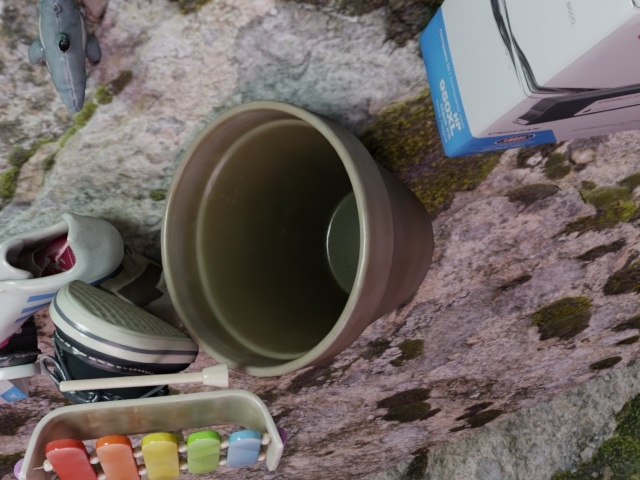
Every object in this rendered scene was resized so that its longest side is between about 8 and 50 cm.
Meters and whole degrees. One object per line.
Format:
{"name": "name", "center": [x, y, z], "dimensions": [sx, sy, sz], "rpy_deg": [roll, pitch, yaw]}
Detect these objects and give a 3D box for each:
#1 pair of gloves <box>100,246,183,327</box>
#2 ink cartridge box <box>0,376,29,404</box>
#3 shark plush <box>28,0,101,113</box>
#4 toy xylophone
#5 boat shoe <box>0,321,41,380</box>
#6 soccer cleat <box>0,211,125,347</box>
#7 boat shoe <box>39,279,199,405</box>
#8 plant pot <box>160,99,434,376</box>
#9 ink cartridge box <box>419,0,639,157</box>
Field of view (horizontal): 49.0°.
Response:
{"name": "pair of gloves", "center": [-0.208, 0.043, 1.093], "dimensions": [0.240, 0.042, 0.204], "rpy_deg": [-32, 140, 19]}
{"name": "ink cartridge box", "center": [-0.608, 0.246, 1.199], "dimensions": [0.180, 0.060, 0.104], "rpy_deg": [-14, 146, -2]}
{"name": "shark plush", "center": [-0.247, -0.206, 0.695], "dimensions": [0.073, 0.067, 0.161], "rpy_deg": [2, 142, -25]}
{"name": "toy xylophone", "center": [-0.204, 0.237, 0.850], "dimensions": [0.322, 0.081, 0.236], "rpy_deg": [-8, 148, -5]}
{"name": "boat shoe", "center": [-0.596, 0.184, 1.095], "dimensions": [0.302, 0.091, 0.114], "rpy_deg": [-4, 171, -17]}
{"name": "soccer cleat", "center": [-0.427, 0.057, 0.950], "dimensions": [0.331, 0.116, 0.143], "rpy_deg": [-30, 159, 7]}
{"name": "boat shoe", "center": [-0.280, 0.169, 0.975], "dimensions": [0.186, 0.156, 0.500], "rpy_deg": [28, 165, -3]}
{"name": "plant pot", "center": [0.000, 0.000, 0.924], "dimensions": [0.323, 0.323, 0.280], "rpy_deg": [-38, 158, 29]}
{"name": "ink cartridge box", "center": [0.295, -0.220, 0.670], "dimensions": [0.285, 0.166, 0.395], "rpy_deg": [-10, 174, -9]}
